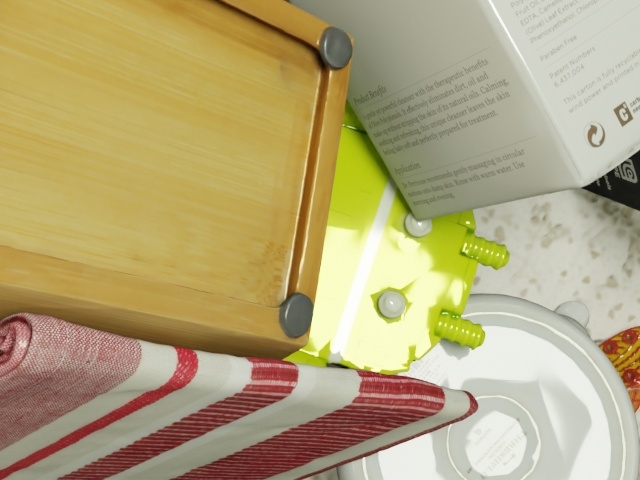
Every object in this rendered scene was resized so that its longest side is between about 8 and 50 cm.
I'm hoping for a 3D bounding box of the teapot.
[{"bbox_3d":[0.125,0.172,0.826,0.256,0.187,0.252,-3,78,-2],"label":"teapot"}]

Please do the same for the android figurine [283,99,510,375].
[{"bbox_3d":[0.000,0.000,0.731,0.273,0.056,0.248,21,80,1],"label":"android figurine"}]

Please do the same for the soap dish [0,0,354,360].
[{"bbox_3d":[-0.113,-0.056,0.528,0.291,0.118,0.229,17,79,-41],"label":"soap dish"}]

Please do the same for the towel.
[{"bbox_3d":[-0.091,0.114,0.625,0.329,0.237,0.037,15,57,-41],"label":"towel"}]

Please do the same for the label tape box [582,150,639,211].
[{"bbox_3d":[0.272,-0.130,0.698,0.106,0.334,0.240,-26,112,-11],"label":"label tape box"}]

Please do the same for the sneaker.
[{"bbox_3d":[0.269,0.154,0.942,0.067,0.064,0.175,28,100,-44],"label":"sneaker"}]

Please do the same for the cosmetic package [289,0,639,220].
[{"bbox_3d":[0.067,-0.209,0.622,0.155,0.197,0.365,-33,100,-22],"label":"cosmetic package"}]
